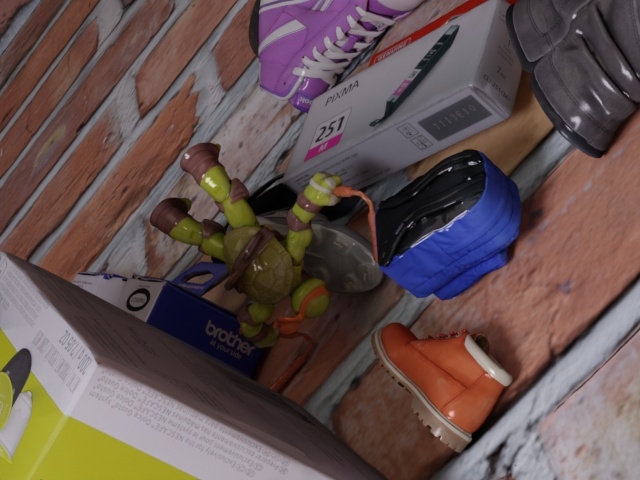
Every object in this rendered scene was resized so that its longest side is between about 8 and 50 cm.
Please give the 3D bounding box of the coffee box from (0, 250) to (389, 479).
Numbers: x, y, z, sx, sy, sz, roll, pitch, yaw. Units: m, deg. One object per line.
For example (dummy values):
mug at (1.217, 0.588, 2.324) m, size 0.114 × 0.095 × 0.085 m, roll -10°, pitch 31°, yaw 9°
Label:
coffee box at (-0.170, 0.260, 1.084) m, size 0.334 × 0.338 × 0.338 m, roll -60°, pitch 27°, yaw -1°

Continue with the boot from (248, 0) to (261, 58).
boot at (0.016, -0.358, 1.701) m, size 0.305 × 0.112 × 0.115 m, roll -57°, pitch -4°, yaw 13°

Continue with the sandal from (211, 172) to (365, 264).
sandal at (-0.046, -0.042, 1.492) m, size 0.254 × 0.054 × 0.097 m, roll -31°, pitch 38°, yaw 42°

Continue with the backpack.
backpack at (0.119, -0.016, 1.143) m, size 0.120 × 0.101 × 0.098 m, roll -39°, pitch 35°, yaw 26°

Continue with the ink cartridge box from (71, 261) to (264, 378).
ink cartridge box at (-0.222, 0.185, 1.451) m, size 0.270 × 0.151 × 0.395 m, roll 2°, pitch 66°, yaw 59°

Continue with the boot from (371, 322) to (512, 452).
boot at (0.102, 0.101, 1.107) m, size 0.084 × 0.059 × 0.158 m, roll -52°, pitch 36°, yaw 7°

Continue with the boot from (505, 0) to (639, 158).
boot at (0.242, -0.254, 1.122) m, size 0.223 × 0.118 × 0.338 m, roll -37°, pitch 43°, yaw 37°

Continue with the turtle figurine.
turtle figurine at (-0.069, 0.021, 1.286) m, size 0.087 × 0.217 × 0.269 m, roll -28°, pitch -30°, yaw -47°

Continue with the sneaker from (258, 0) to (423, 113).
sneaker at (0.026, -0.230, 1.546) m, size 0.282 × 0.102 × 0.161 m, roll -8°, pitch 72°, yaw 53°

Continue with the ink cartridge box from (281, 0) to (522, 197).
ink cartridge box at (0.097, -0.175, 1.346) m, size 0.275 × 0.060 × 0.239 m, roll -24°, pitch 37°, yaw 44°

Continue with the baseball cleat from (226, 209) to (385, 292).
baseball cleat at (0.000, 0.000, 1.357) m, size 0.206 × 0.109 × 0.072 m, roll 16°, pitch 114°, yaw 36°
